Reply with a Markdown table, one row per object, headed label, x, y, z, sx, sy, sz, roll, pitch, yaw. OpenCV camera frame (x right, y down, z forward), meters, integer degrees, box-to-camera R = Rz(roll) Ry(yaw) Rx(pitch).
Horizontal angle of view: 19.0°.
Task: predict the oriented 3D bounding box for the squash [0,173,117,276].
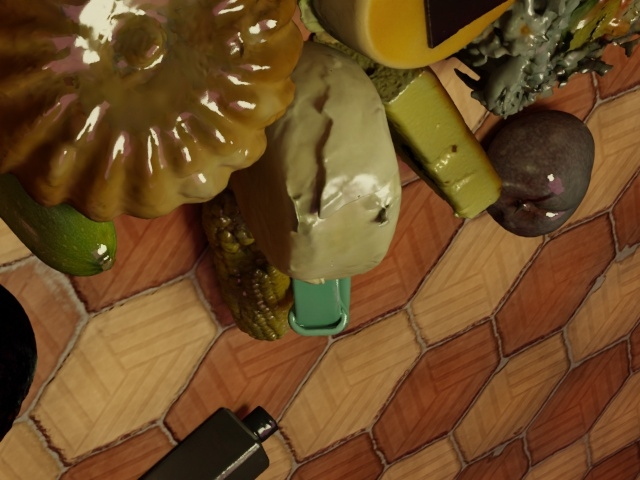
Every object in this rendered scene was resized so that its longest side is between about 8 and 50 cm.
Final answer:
| label | x | y | z | sx | sy | sz | roll | pitch | yaw |
| --- | --- | --- | --- | --- | --- | --- | --- | --- | --- |
| squash | -0.254 | -0.039 | 1.772 | 0.095 | 0.188 | 0.095 | -31 | 148 | -23 |

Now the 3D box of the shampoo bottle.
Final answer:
| label | x | y | z | sx | sy | sz | roll | pitch | yaw |
| --- | --- | --- | --- | --- | --- | --- | --- | --- | --- |
| shampoo bottle | -0.157 | 0.305 | 2.442 | 0.246 | 0.080 | 0.079 | -40 | 152 | -12 |

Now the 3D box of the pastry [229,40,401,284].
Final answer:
| label | x | y | z | sx | sy | sz | roll | pitch | yaw |
| --- | --- | --- | --- | --- | --- | --- | --- | --- | --- |
| pastry | -0.012 | -0.078 | 1.917 | 0.133 | 0.265 | 0.265 | -12 | 139 | -19 |

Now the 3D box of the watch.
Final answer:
| label | x | y | z | sx | sy | sz | roll | pitch | yaw |
| --- | --- | --- | --- | --- | --- | --- | --- | --- | --- |
| watch | 0.000 | 0.000 | 2.142 | 0.068 | 0.237 | 0.195 | -1 | 161 | 3 |

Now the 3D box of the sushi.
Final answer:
| label | x | y | z | sx | sy | sz | roll | pitch | yaw |
| --- | --- | --- | --- | --- | --- | --- | --- | --- | --- |
| sushi | 0.287 | -0.322 | 2.174 | 0.417 | 0.176 | 0.417 | -42 | 157 | -22 |

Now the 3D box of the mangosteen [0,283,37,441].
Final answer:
| label | x | y | z | sx | sy | sz | roll | pitch | yaw |
| --- | --- | --- | --- | --- | --- | --- | --- | --- | --- |
| mangosteen | -0.381 | 0.124 | 1.806 | 0.216 | 0.216 | 0.216 | -34 | 149 | -24 |

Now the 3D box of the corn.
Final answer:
| label | x | y | z | sx | sy | sz | roll | pitch | yaw |
| --- | --- | --- | --- | --- | --- | --- | --- | --- | --- |
| corn | -0.077 | 0.013 | 2.175 | 0.097 | 0.097 | 0.320 | -37 | 151 | -18 |

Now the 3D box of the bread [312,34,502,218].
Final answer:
| label | x | y | z | sx | sy | sz | roll | pitch | yaw |
| --- | --- | --- | --- | --- | --- | --- | --- | --- | --- |
| bread | 0.107 | -0.139 | 2.187 | 0.077 | 0.138 | 0.361 | -45 | 151 | -1 |

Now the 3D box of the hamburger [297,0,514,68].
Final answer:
| label | x | y | z | sx | sy | sz | roll | pitch | yaw |
| --- | --- | --- | --- | --- | --- | --- | --- | --- | --- |
| hamburger | 0.091 | -0.317 | 1.897 | 0.300 | 0.176 | 0.300 | -27 | 145 | -21 |

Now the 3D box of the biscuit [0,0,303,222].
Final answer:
| label | x | y | z | sx | sy | sz | roll | pitch | yaw |
| --- | --- | --- | --- | --- | --- | --- | --- | --- | --- |
| biscuit | -0.165 | -0.171 | 1.662 | 0.325 | 0.107 | 0.326 | -4 | 104 | -17 |

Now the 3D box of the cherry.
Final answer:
| label | x | y | z | sx | sy | sz | roll | pitch | yaw |
| --- | --- | --- | --- | --- | --- | --- | --- | --- | --- |
| cherry | 0.283 | -0.095 | 2.487 | 0.176 | 0.140 | 0.176 | -61 | 167 | -25 |
